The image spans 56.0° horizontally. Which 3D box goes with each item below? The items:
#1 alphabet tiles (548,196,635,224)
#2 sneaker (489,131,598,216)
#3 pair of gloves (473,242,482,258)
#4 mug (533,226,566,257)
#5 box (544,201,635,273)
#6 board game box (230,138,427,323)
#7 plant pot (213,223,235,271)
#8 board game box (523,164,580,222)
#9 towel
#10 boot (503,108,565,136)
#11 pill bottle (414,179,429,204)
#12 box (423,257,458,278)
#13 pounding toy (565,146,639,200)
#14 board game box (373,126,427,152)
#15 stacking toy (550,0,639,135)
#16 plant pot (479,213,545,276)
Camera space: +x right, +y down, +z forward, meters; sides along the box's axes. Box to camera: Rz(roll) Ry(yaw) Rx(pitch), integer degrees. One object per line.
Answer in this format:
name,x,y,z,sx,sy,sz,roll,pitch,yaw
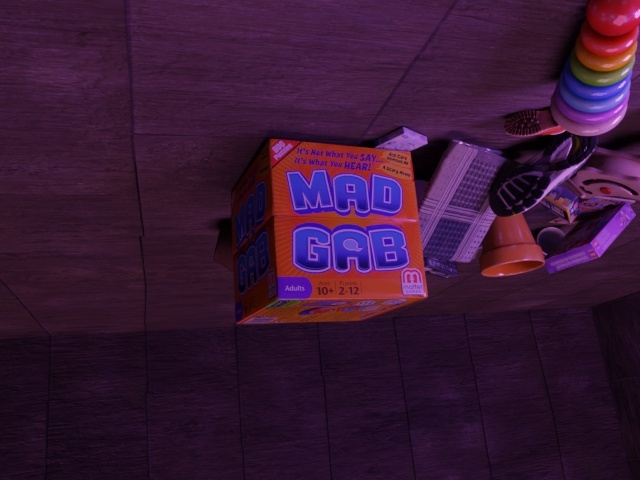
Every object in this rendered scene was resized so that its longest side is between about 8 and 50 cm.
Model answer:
alphabet tiles,0.917,-0.100,2.076,0.198,0.009,0.237,3,160,-27
sneaker,0.559,-0.158,1.503,0.300,0.111,0.121,-38,158,22
pair of gloves,0.634,0.015,2.294,0.240,0.042,0.204,-11,159,10
mug,0.842,0.012,2.290,0.150,0.113,0.169,33,173,12
box,0.892,-0.008,2.005,0.293,0.057,0.201,-35,180,-34
board game box,0.000,0.000,1.472,0.356,0.356,0.356,2,164,-22
plant pot,-0.203,0.031,1.844,0.230,0.215,0.215,13,159,-12
board game box,0.621,-0.127,1.650,0.048,0.170,0.141,-52,152,4
towel,0.355,-0.095,1.545,0.312,0.056,0.324,8,117,-39
boot,0.491,-0.257,1.358,0.157,0.059,0.084,-9,167,7
pill bottle,0.315,-0.063,1.713,0.176,0.176,0.318,-13,161,22
box,0.369,0.020,1.983,0.059,0.183,0.232,-17,161,33
pounding toy,0.726,-0.140,1.573,0.269,0.155,0.154,19,164,31
board game box,0.186,-0.229,1.402,0.090,0.020,0.090,-19,158,42
stacking toy,0.489,-0.325,1.053,0.141,0.141,0.330,-10,155,12
plant pot,0.623,0.005,2.010,0.205,0.188,0.205,-6,163,-2
